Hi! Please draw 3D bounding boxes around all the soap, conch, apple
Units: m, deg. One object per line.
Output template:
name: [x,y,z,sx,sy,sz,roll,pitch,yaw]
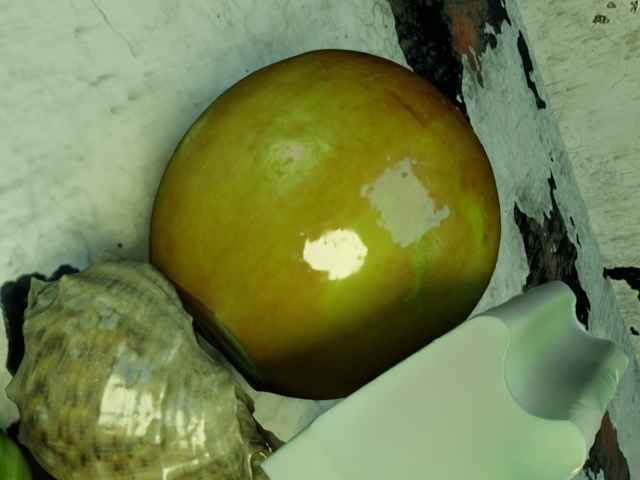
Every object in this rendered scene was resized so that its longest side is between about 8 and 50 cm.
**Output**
soap: [0.117,0.143,0.498,0.115,0.208,0.347,54,26,18]
conch: [-0.152,0.142,0.497,0.159,0.210,0.291,-33,65,-31]
apple: [0.000,0.000,0.661,0.384,0.374,0.374,93,4,-63]

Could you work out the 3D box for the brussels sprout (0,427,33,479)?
brussels sprout: [-0.257,0.192,0.418,0.181,0.100,0.139,68,21,-4]
